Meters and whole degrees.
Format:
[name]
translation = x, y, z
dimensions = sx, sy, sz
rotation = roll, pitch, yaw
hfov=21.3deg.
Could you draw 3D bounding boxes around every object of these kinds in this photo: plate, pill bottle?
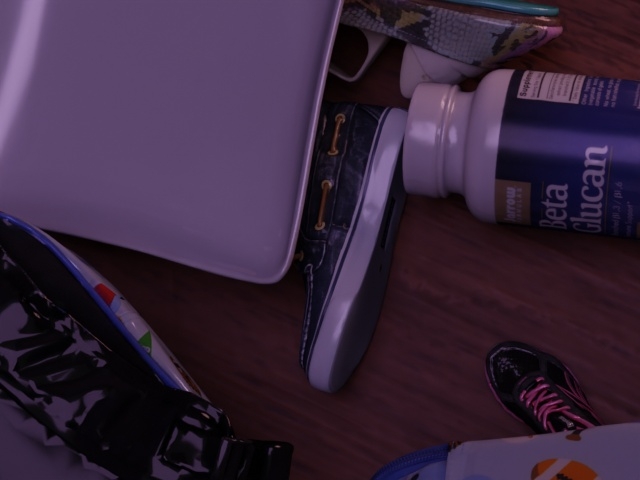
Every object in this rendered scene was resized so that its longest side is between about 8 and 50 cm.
[plate]
translation = -0.099, -0.129, 1.066
dimensions = 0.277, 0.045, 0.278
rotation = 12, 89, 31
[pill bottle]
translation = 0.138, -0.052, 1.014
dimensions = 0.169, 0.094, 0.094
rotation = 6, 80, 13

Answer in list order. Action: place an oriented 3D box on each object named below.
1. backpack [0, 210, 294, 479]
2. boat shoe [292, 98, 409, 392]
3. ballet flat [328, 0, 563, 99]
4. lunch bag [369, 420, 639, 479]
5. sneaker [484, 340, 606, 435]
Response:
[backpack]
translation = -0.186, 0.120, 0.986
dimensions = 0.276, 0.213, 0.263
rotation = -35, 79, -7
[boat shoe]
translation = 0.000, 0.000, 1.051
dimensions = 0.083, 0.065, 0.183
rotation = 12, 76, 17
[ballet flat]
translation = 0.042, -0.134, 1.069
dimensions = 0.221, 0.077, 0.079
rotation = 18, 101, 19
[lunch bag]
translation = 0.164, 0.209, 0.890
dimensions = 0.303, 0.243, 0.115
rotation = -7, 38, 17
[sneaker]
translation = 0.141, 0.103, 1.001
dimensions = 0.047, 0.057, 0.119
rotation = -44, 73, 2
